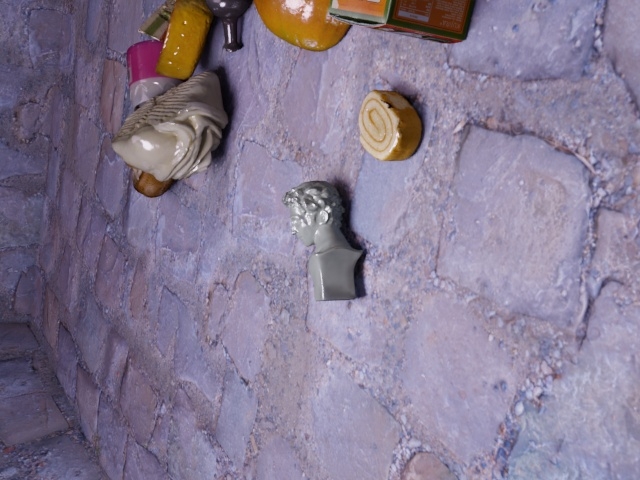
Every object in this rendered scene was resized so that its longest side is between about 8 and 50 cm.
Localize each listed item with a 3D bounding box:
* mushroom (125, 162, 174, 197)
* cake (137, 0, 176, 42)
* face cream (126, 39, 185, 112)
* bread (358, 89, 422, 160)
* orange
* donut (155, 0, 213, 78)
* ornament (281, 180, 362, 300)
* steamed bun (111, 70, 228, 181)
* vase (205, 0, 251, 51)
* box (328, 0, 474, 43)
[{"bbox_3d":[-0.532,-0.264,2.292,0.253,0.153,0.253,4,95,57],"label":"mushroom"},{"bbox_3d":[-0.475,-0.637,2.175,0.116,0.086,0.220,115,177,-52],"label":"cake"},{"bbox_3d":[-0.507,-0.498,2.233,0.175,0.175,0.194,-17,77,53],"label":"face cream"},{"bbox_3d":[0.131,-0.226,1.433,0.149,0.073,0.122,57,135,37],"label":"bread"},{"bbox_3d":[-0.033,-0.573,1.643,0.310,0.274,0.274,29,119,16],"label":"orange"},{"bbox_3d":[-0.377,-0.585,2.040,0.277,0.108,0.277,-161,90,-78],"label":"donut"},{"bbox_3d":[0.015,0.000,1.571,0.285,0.130,0.120,69,157,13],"label":"ornament"},{"bbox_3d":[-0.395,-0.297,2.015,0.310,0.219,0.324,-21,29,19],"label":"steamed bun"},{"bbox_3d":[-0.244,-0.599,1.928,0.120,0.120,0.183,35,133,49],"label":"vase"},{"bbox_3d":[0.149,-0.448,1.297,0.177,0.195,0.148,31,116,49],"label":"box"}]
